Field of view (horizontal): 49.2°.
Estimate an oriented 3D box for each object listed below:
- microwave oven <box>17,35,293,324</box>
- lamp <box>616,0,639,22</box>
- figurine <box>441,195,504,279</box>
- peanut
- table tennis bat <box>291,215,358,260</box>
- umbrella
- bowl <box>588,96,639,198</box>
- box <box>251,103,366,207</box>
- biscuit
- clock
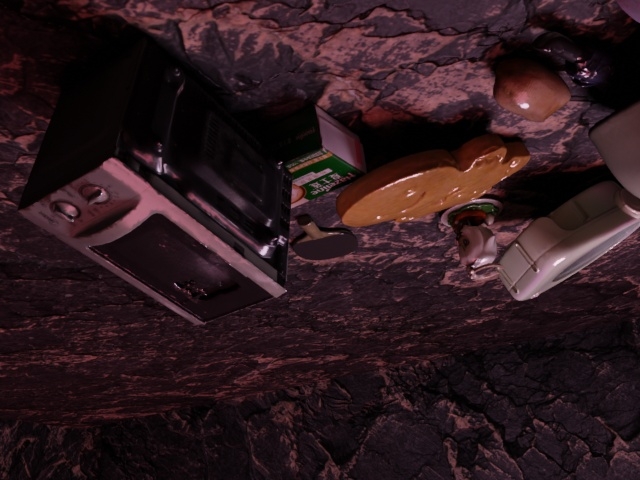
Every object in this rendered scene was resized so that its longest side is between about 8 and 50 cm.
[{"bbox_3d":[-0.179,-0.066,0.879,0.181,0.238,0.295,-21,137,29],"label":"microwave oven"},{"bbox_3d":[0.398,-0.297,0.605,0.247,0.248,0.301,1,164,-18],"label":"lamp"},{"bbox_3d":[0.322,0.003,1.411,0.132,0.154,0.132,-7,157,-3],"label":"figurine"},{"bbox_3d":[0.301,-0.212,0.992,0.152,0.076,0.076,13,150,-38],"label":"peanut"},{"bbox_3d":[0.000,0.000,1.461,0.138,0.022,0.246,-14,159,12],"label":"table tennis bat"},{"bbox_3d":[0.384,-0.238,0.965,0.248,0.071,0.071,13,149,-40],"label":"umbrella"},{"bbox_3d":[0.586,-0.141,0.989,0.353,0.185,0.354,-20,174,-2],"label":"bowl"},{"bbox_3d":[-0.047,-0.117,1.080,0.199,0.081,0.135,-19,156,29],"label":"box"},{"bbox_3d":[0.188,-0.089,1.171,0.354,0.052,0.275,-12,163,-36],"label":"biscuit"},{"bbox_3d":[0.525,-0.013,1.421,0.324,0.109,0.265,-28,160,-16],"label":"clock"}]
